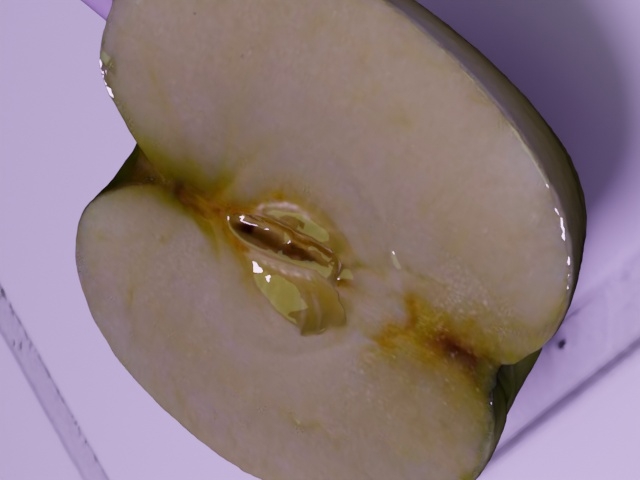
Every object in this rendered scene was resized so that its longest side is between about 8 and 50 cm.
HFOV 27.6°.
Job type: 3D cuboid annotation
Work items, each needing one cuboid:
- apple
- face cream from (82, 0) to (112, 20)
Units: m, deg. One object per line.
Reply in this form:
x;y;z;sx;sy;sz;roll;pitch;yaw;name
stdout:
0.000;0.000;0.868;0.360;0.320;0.312;30;80;21;apple
-0.073;-0.153;1.037;0.274;0.096;0.154;38;121;14;face cream
